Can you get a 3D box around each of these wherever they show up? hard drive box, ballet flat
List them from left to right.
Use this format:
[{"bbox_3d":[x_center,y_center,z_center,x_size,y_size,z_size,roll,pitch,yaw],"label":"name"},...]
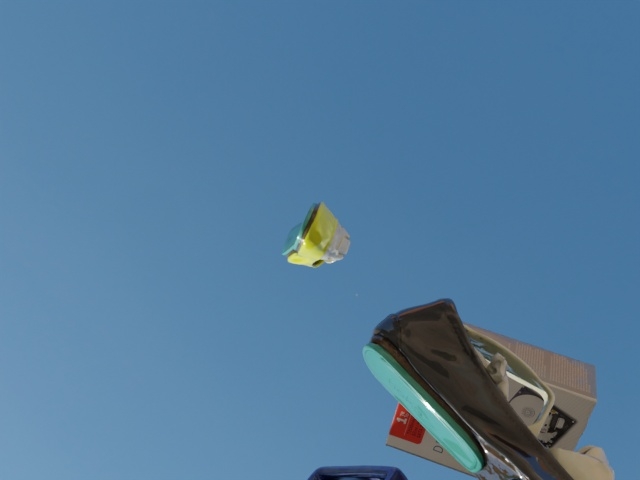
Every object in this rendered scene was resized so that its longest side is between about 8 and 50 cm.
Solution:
[{"bbox_3d":[0.000,0.000,1.106,0.077,0.231,0.077,25,-101,-5],"label":"ballet flat"},{"bbox_3d":[0.225,0.222,1.084,0.232,0.089,0.181,18,-63,10],"label":"hard drive box"},{"bbox_3d":[0.106,0.111,0.418,0.074,0.074,0.203,-38,-109,0],"label":"ballet flat"}]

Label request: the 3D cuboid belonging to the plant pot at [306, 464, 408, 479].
[{"bbox_3d":[0.051,0.493,1.205,0.212,0.236,0.236,49,-123,-11],"label":"plant pot"}]
